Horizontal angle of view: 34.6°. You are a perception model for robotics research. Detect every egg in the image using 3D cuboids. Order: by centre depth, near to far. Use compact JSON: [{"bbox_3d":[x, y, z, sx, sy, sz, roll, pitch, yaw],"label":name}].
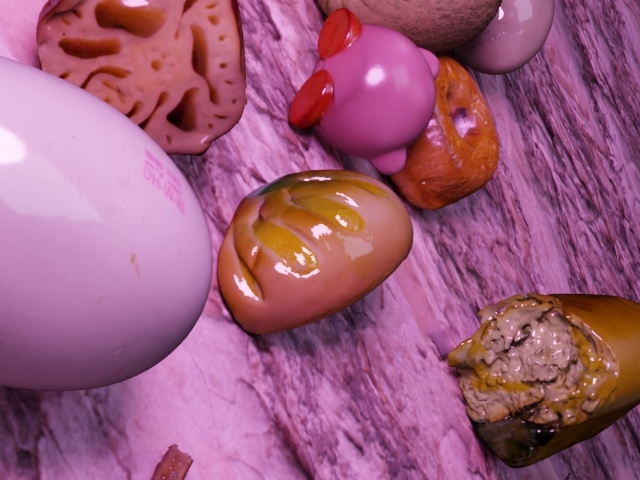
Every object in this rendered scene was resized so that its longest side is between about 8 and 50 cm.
[{"bbox_3d":[-0.239,-0.016,0.755,0.371,0.230,0.230,31,51,-41],"label":"egg"},{"bbox_3d":[0.288,-0.380,1.679,0.186,0.186,0.253,33,48,-41],"label":"egg"}]

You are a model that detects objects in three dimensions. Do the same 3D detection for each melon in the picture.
[{"bbox_3d":[0.124,-0.376,1.409,0.329,0.248,0.249,-18,89,-52],"label":"melon"}]

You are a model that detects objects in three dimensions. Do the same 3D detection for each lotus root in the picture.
[{"bbox_3d":[-0.176,-0.204,1.023,0.180,0.199,0.188,-111,-159,-56],"label":"lotus root"}]

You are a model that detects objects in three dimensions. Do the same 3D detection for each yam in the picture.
[{"bbox_3d":[-0.155,0.243,0.917,0.032,0.032,0.145,55,39,-20],"label":"yam"}]

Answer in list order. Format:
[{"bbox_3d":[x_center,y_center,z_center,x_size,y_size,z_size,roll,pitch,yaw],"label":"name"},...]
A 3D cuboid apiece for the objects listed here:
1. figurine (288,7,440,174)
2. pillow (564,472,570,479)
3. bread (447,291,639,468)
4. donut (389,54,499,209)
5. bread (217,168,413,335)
[{"bbox_3d":[0.066,-0.187,1.302,0.173,0.173,0.173,28,53,-44],"label":"figurine"},{"bbox_3d":[0.375,0.451,1.516,0.118,0.043,0.185,56,34,-50],"label":"pillow"},{"bbox_3d":[0.354,0.181,1.461,0.376,0.251,0.208,2,55,-51],"label":"bread"},{"bbox_3d":[0.164,-0.159,1.472,0.226,0.113,0.227,31,49,-43],"label":"donut"},{"bbox_3d":[0.011,-0.007,1.153,0.260,0.156,0.158,-42,110,-54],"label":"bread"}]
